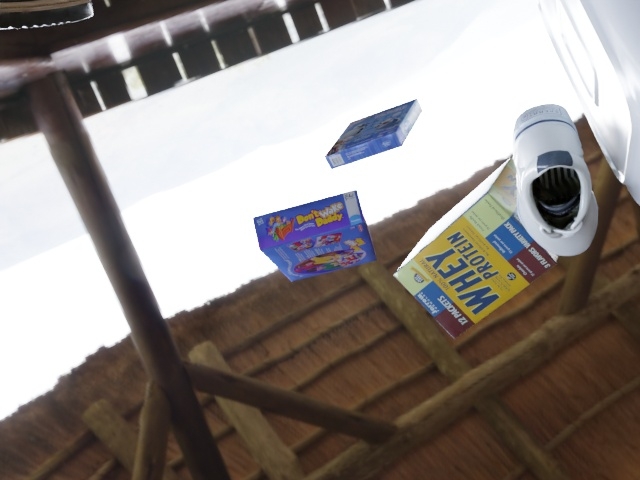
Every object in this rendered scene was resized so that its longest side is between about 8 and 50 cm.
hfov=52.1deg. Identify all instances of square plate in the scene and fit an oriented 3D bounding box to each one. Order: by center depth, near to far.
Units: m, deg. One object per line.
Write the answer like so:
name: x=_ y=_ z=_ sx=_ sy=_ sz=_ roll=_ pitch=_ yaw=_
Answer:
square plate: x=0.286 y=-0.202 z=0.673 sx=0.049 sy=0.347 sz=0.344 roll=-22 pitch=161 yaw=17

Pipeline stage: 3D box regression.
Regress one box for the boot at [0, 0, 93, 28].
boot: x=-0.230 y=-0.185 z=0.358 sx=0.198 sy=0.137 sz=0.077 roll=-17 pitch=-158 yaw=-42

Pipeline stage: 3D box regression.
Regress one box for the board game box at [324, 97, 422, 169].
board game box: x=0.060 y=-0.119 z=0.725 sx=0.090 sy=0.020 sz=0.090 roll=-15 pitch=-154 yaw=32

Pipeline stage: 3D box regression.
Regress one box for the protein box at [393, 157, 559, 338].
protein box: x=0.251 y=0.007 z=1.008 sx=0.200 sy=0.136 sz=0.201 roll=-45 pitch=178 yaw=32

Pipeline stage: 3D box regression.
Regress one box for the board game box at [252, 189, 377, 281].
board game box: x=0.000 y=0.000 z=1.539 sx=0.233 sy=0.078 sz=0.347 roll=-15 pitch=163 yaw=5

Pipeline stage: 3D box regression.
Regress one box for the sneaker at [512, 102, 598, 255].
sneaker: x=0.271 y=-0.040 z=0.763 sx=0.094 sy=0.258 sz=0.091 roll=-12 pitch=-127 yaw=25
